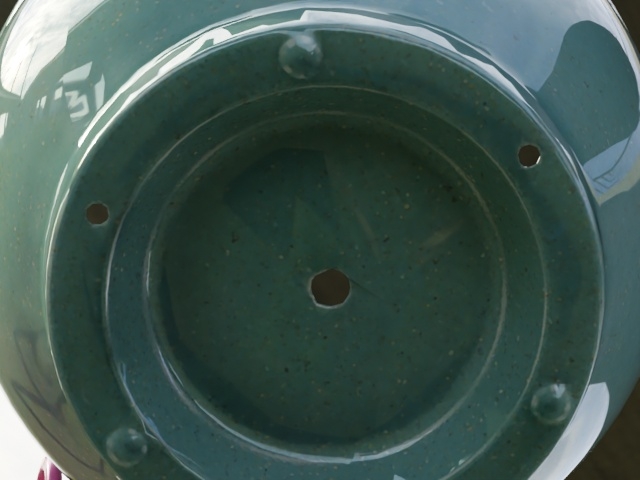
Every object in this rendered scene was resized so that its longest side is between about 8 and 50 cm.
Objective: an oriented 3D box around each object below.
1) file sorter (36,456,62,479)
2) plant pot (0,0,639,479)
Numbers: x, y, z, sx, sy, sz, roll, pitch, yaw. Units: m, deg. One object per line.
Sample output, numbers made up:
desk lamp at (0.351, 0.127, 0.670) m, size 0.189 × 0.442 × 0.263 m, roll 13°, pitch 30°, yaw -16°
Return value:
file sorter at (-0.251, 0.189, 0.617) m, size 0.290 × 0.182 × 0.202 m, roll 7°, pitch -56°, yaw -15°
plant pot at (0.000, 0.000, 0.575) m, size 0.293 × 0.293 × 0.196 m, roll 35°, pitch 8°, yaw -8°
